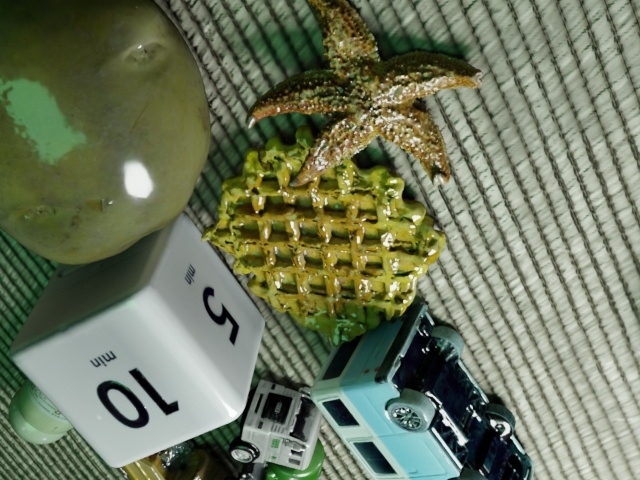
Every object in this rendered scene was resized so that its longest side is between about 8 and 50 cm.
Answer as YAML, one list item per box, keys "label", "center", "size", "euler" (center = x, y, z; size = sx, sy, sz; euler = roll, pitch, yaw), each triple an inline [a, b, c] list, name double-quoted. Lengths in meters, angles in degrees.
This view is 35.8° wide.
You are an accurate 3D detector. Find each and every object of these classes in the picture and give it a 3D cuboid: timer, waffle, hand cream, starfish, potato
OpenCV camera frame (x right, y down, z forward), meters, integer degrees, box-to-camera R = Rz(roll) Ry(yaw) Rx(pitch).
- label: "timer"
  center: [-0.201, 0.109, 1.141]
  size: [0.192, 0.194, 0.195]
  euler: [-25, 115, 20]
- label: "waffle"
  center: [0.001, -0.001, 1.083]
  size: [0.245, 0.052, 0.254]
  euler: [37, 131, -6]
- label: "hand cream"
  center: [-0.331, 0.184, 1.353]
  size: [0.147, 0.093, 0.306]
  euler: [37, 131, -15]
- label: "starfish"
  center: [0.035, -0.139, 0.944]
  size: [0.227, 0.043, 0.240]
  euler: [-28, 103, 19]
- label: "potato"
  center: [-0.236, -0.127, 0.964]
  size: [0.243, 0.221, 0.326]
  euler: [5, 124, 19]

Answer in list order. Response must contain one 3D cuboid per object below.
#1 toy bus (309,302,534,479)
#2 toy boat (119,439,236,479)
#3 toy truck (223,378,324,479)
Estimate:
- label: "toy bus"
  center: [0.118, 0.224, 1.165]
  size: [0.165, 0.133, 0.271]
  euler: [-18, 116, 40]
- label: "toy boat"
  center: [-0.167, 0.371, 1.436]
  size: [0.115, 0.089, 0.310]
  euler: [-20, 118, 38]
- label: "toy truck"
  center: [-0.059, 0.297, 1.325]
  size: [0.125, 0.101, 0.242]
  euler: [16, 135, 5]
